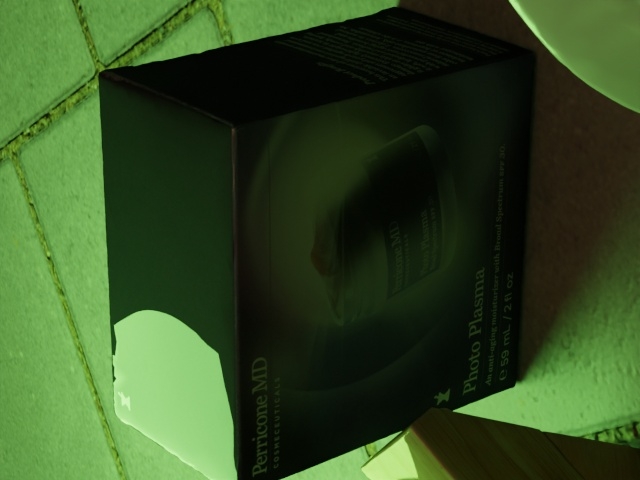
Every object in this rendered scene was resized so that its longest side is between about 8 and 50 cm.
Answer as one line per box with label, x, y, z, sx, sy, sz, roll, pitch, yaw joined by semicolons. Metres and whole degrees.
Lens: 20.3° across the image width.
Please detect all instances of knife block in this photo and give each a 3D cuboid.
knife block;0.173;0.266;1.322;0.088;0.275;0.242;132;145;-50

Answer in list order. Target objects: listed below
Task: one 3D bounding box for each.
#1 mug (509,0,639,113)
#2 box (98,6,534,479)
mug;0.305;-0.215;0.952;0.374;0.276;0.328;46;139;-13
box;0.000;0.000;1.394;0.182;0.294;0.296;26;124;47
